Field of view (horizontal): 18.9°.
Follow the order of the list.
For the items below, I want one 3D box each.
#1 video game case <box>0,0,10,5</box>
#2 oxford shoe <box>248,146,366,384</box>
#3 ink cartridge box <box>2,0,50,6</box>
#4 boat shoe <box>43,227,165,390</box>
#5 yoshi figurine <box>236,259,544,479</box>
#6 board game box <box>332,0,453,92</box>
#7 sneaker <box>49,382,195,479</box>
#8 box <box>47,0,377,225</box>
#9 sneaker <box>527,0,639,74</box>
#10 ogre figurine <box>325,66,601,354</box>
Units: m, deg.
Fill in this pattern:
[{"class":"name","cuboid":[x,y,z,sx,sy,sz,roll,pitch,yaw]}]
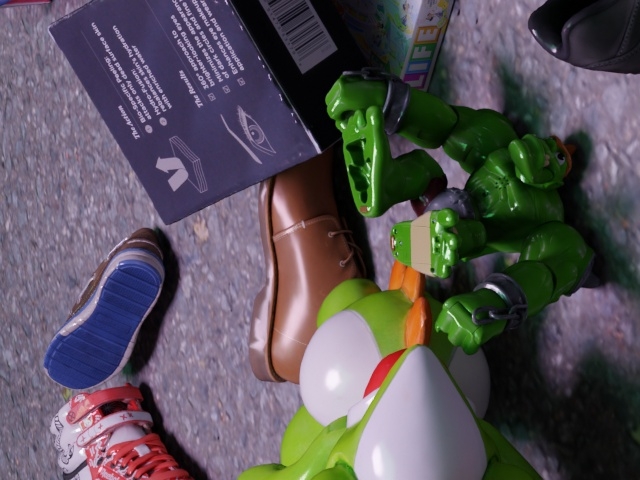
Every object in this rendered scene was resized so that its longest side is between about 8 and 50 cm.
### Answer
[{"class":"video game case","cuboid":[-0.286,-0.338,1.668,0.269,0.061,0.244,-19,83,37]},{"class":"oxford shoe","cuboid":[0.000,0.000,1.363,0.076,0.076,0.212,8,102,29]},{"class":"ink cartridge box","cuboid":[-0.344,-0.341,1.848,0.172,0.100,0.237,8,104,59]},{"class":"boat shoe","cuboid":[-0.183,0.061,1.690,0.183,0.066,0.066,-49,19,36]},{"class":"yoshi figurine","cuboid":[0.046,0.160,1.152,0.203,0.203,0.362,-40,21,15]},{"class":"board game box","cuboid":[0.031,-0.164,1.288,0.154,0.026,0.103,53,140,42]},{"class":"sneaker","cuboid":[-0.165,0.197,1.665,0.270,0.090,0.145,-16,85,64]},{"class":"box","cuboid":[-0.068,-0.115,1.258,0.158,0.093,0.156,-23,101,42]},{"class":"sneaker","cuboid":[0.157,-0.217,0.943,0.109,0.130,0.286,7,101,63]},{"class":"ogre figurine","cuboid":[0.087,-0.024,1.127,0.197,0.118,0.097,45,130,46]}]
